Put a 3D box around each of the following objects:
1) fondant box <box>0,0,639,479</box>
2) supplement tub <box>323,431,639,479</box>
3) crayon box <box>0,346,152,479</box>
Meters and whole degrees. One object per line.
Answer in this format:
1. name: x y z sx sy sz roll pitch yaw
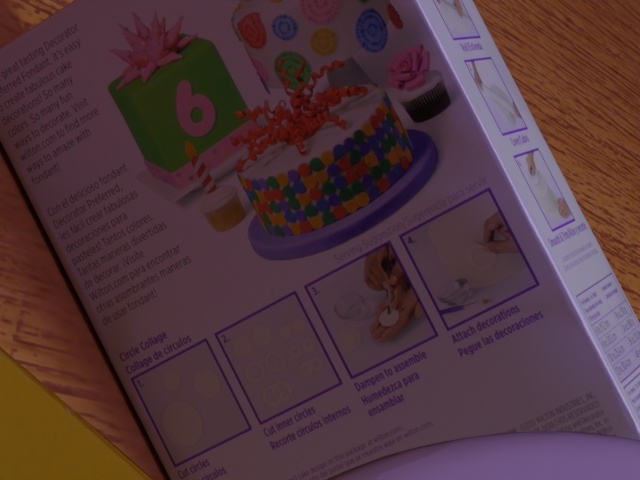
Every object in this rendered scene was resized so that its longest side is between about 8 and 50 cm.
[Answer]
1. fondant box: 0.000 0.000 0.921 0.330 0.238 0.096 63 24 2
2. supplement tub: 0.028 0.205 0.504 0.331 0.241 0.241 118 -46 -65
3. crayon box: -0.226 0.118 0.352 0.313 0.106 0.363 47 51 -32
